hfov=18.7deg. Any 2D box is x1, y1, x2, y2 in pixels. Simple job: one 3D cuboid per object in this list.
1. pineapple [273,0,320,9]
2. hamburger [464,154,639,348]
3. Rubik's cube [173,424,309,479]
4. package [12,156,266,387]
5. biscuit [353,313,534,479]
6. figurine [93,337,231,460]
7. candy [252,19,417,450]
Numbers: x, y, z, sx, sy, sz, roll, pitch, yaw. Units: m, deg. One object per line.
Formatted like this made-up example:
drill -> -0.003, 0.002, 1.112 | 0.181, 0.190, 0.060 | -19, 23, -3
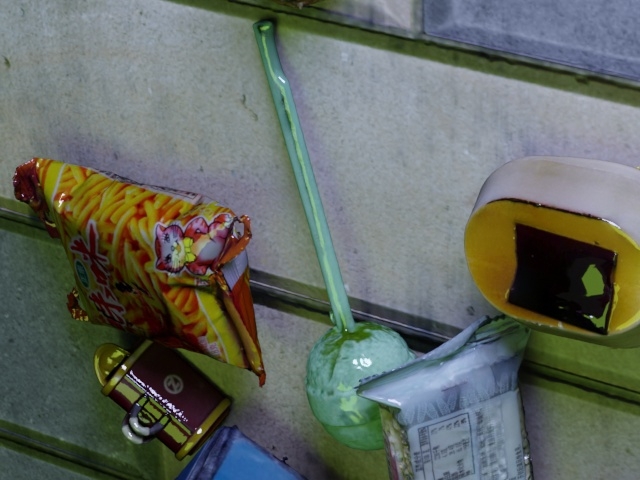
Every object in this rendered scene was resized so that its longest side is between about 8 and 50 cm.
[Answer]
pineapple -> 0.024, -0.277, 1.640 | 0.198, 0.108, 0.108 | -31, 102, 30
hamburger -> 0.228, 0.009, 1.699 | 0.210, 0.116, 0.173 | 11, 119, 32
Rubik's cube -> -0.094, 0.477, 2.048 | 0.362, 0.359, 0.363 | 36, 135, -4
package -> -0.166, 0.026, 1.975 | 0.288, 0.108, 0.223 | 19, 136, 31
biscuit -> 0.138, 0.218, 1.871 | 0.079, 0.186, 0.309 | 43, 150, 55
figurine -> -0.187, 0.172, 2.096 | 0.154, 0.098, 0.082 | 40, 138, -1
candy -> 0.000, 0.000, 1.861 | 0.119, 0.119, 0.439 | -4, 112, 35
